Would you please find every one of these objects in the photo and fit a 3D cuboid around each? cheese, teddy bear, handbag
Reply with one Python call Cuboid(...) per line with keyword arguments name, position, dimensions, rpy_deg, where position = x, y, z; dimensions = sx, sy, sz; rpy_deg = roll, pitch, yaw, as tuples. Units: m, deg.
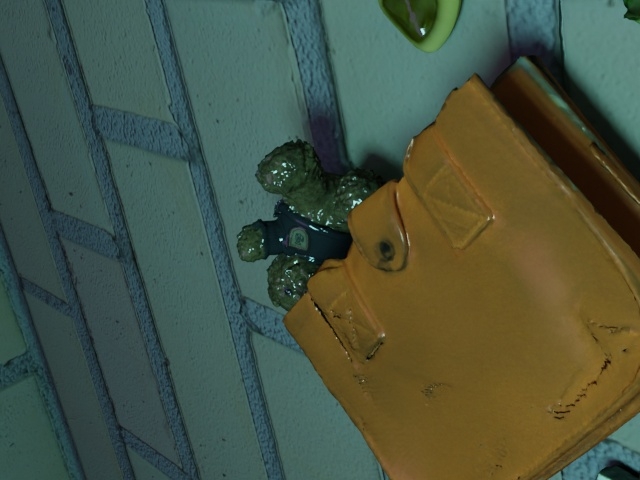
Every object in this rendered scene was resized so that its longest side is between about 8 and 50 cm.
Cuboid(name="cheese", position=(0.106, -0.245, 0.953), dimensions=(0.086, 0.036, 0.162), rpy_deg=(53, 148, 15))
Cuboid(name="teddy bear", position=(0.006, -0.015, 1.189), dimensions=(0.182, 0.129, 0.251), rpy_deg=(19, 135, 5))
Cuboid(name="handbag", position=(0.142, 0.067, 0.963), dimensions=(0.303, 0.116, 0.410), rpy_deg=(52, 140, 14))

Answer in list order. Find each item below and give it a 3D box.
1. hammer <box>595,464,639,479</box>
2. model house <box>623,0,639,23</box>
Cuboid(name="hammer", position=(0.302, 0.117, 0.935), dimensions=(0.111, 0.043, 0.365), rpy_deg=(28, 133, 46))
Cuboid(name="model house", position=(0.312, -0.177, 0.587), dimensions=(0.189, 0.195, 0.214), rpy_deg=(28, 160, -12))
